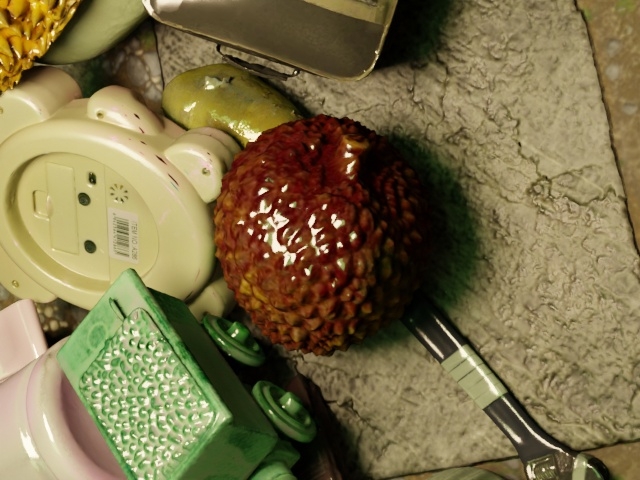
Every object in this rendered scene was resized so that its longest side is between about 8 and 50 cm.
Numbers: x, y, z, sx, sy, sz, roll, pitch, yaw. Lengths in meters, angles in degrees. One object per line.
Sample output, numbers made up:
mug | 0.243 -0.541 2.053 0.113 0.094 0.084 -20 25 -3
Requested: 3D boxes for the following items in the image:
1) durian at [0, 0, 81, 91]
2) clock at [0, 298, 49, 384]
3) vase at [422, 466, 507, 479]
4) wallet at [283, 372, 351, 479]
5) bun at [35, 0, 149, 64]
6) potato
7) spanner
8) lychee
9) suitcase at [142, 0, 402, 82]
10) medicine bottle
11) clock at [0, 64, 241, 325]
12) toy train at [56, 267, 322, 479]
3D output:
durian | -0.319 -0.322 1.503 0.196 0.185 0.305 -7 72 17
clock | -0.446 0.165 1.681 0.290 0.275 0.080 -30 71 22
vase | 0.114 0.291 1.377 0.128 0.248 0.128 -1 89 29
wallet | -0.068 0.281 1.565 0.229 0.049 0.182 -43 46 23
bun | -0.260 -0.340 1.634 0.293 0.187 0.293 -5 82 38
potato | -0.090 -0.140 1.583 0.188 0.085 0.105 33 70 23
spanner | 0.174 0.167 1.476 0.316 0.024 0.087 48 116 21
lychee | 0.000 0.000 1.461 0.236 0.236 0.271 34 136 25
suitcase | -0.003 -0.377 1.454 0.283 0.194 0.434 18 102 -1
medicine bottle | -0.327 0.261 1.627 0.325 0.212 0.212 -34 74 32
clock | -0.235 -0.038 1.608 0.309 0.114 0.284 13 120 18
toy train | -0.128 0.168 1.484 0.145 0.202 0.266 -50 51 13
